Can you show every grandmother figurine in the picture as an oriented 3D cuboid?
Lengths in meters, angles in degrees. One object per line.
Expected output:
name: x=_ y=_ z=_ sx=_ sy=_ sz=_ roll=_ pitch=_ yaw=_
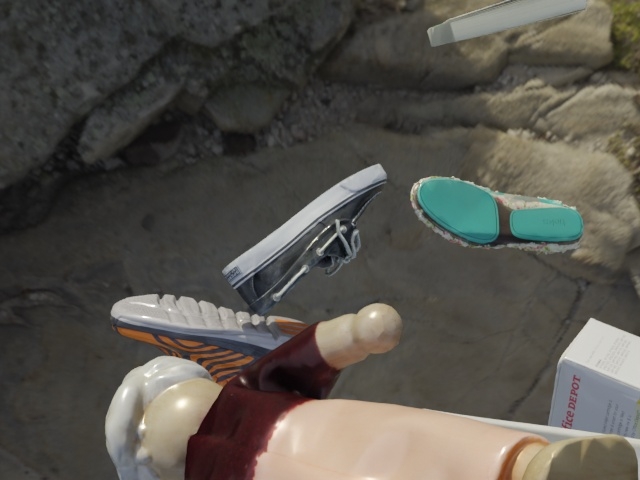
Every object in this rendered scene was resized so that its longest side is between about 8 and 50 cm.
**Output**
grandmother figurine: x=-0.013 y=0.134 z=0.538 sx=0.104 sy=0.342 sz=0.208 roll=48 pitch=65 yaw=-34

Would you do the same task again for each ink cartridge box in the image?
ink cartridge box: x=0.560 y=0.297 z=1.666 sx=0.306 sy=0.226 sz=0.131 roll=24 pitch=46 yaw=28

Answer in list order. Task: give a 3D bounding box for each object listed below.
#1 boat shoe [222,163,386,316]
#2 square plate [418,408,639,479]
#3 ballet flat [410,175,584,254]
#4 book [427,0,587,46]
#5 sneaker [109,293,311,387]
boat shoe: x=0.001 y=-0.001 z=1.442 sx=0.306 sy=0.113 sz=0.105 roll=-38 pitch=90 yaw=-33
square plate: x=0.290 y=0.215 z=0.718 sx=0.347 sy=0.344 sz=0.049 roll=2 pitch=66 yaw=42
ballet flat: x=0.214 y=-0.021 z=1.231 sx=0.241 sy=0.077 sz=0.091 roll=12 pitch=71 yaw=-15
book: x=0.194 y=-0.236 z=1.038 sx=0.144 sy=0.096 sz=0.035 roll=-18 pitch=99 yaw=-6
sneaker: x=-0.164 y=0.193 z=1.449 sx=0.321 sy=0.124 sz=0.180 roll=14 pitch=104 yaw=-12
